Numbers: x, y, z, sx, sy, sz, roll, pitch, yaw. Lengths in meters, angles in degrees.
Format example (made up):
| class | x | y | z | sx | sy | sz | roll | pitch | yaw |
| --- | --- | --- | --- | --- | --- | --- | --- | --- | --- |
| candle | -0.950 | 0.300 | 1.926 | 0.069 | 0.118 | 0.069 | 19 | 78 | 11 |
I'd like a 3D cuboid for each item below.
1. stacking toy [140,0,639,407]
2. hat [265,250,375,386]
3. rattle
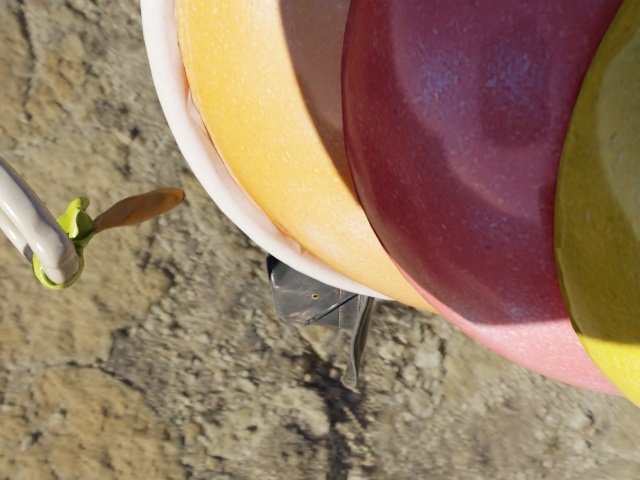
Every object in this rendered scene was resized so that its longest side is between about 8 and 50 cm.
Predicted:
| class | x | y | z | sx | sy | sz | roll | pitch | yaw |
| --- | --- | --- | --- | --- | --- | --- | --- | --- | --- |
| stacking toy | 0.163 | -0.035 | 0.401 | 0.350 | 0.350 | 0.480 | -45 | 36 | 5 |
| hat | 0.000 | 0.000 | 1.431 | 0.134 | 0.331 | 0.331 | 7 | 80 | 0 |
| rattle | -0.232 | -0.070 | 1.003 | 0.143 | 0.130 | 0.199 | -41 | 75 | 0 |
